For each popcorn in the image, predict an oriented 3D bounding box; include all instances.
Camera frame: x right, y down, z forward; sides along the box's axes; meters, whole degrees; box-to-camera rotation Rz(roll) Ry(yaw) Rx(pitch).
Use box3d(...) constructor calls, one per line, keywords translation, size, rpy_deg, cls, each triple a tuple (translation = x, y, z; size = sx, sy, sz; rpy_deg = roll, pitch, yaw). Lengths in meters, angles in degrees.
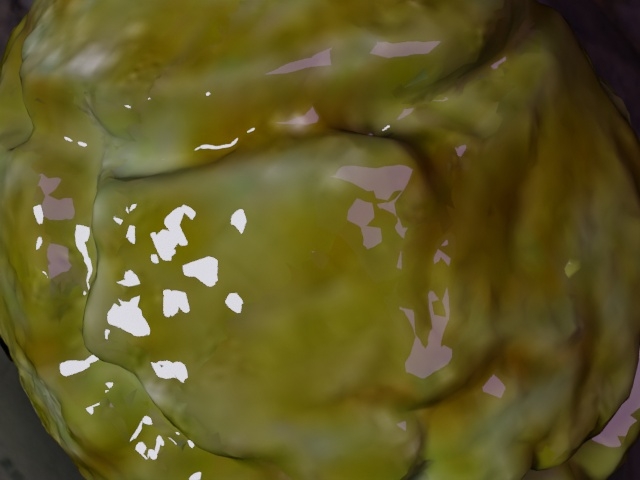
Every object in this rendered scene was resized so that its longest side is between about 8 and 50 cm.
box3d(translation=(0.000, 0.000, 0.580), size=(0.204, 0.184, 0.221), rpy_deg=(-28, 89, -33), cls="popcorn")

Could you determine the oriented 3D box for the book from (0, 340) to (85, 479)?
box3d(translation=(-0.116, 0.159, 0.485), size=(0.215, 0.025, 0.283), rpy_deg=(54, 37, -4), cls="book")
